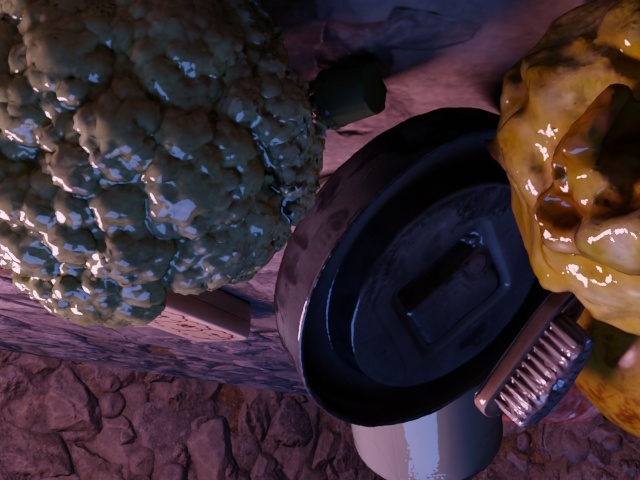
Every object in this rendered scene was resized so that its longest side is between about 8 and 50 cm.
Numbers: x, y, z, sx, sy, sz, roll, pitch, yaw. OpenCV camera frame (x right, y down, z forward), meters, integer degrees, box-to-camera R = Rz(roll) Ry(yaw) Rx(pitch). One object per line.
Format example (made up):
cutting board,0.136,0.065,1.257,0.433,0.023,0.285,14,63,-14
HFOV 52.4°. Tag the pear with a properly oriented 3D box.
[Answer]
pear,0.421,0.101,0.752,0.280,0.281,0.281,4,161,1

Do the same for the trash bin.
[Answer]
trash bin,0.132,0.161,0.878,0.217,0.277,0.262,6,122,28

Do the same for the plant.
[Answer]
plant,0.002,-0.115,0.537,0.102,0.051,0.051,-5,160,37

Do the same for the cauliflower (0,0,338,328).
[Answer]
cauliflower,-0.135,-0.084,0.481,0.272,0.275,0.250,-34,-172,16

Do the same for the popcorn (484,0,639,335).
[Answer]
popcorn,0.205,-0.045,0.436,0.192,0.233,0.266,-1,-173,30

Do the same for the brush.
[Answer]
brush,0.268,0.061,0.650,0.070,0.327,0.065,13,-158,-43

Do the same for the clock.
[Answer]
clock,0.107,0.033,0.606,0.319,0.319,0.066,22,-164,-41

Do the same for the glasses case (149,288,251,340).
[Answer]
glasses case,-0.269,0.121,1.225,0.144,0.076,0.336,-5,159,26

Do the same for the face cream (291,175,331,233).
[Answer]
face cream,-0.004,-0.024,0.777,0.114,0.070,0.224,31,156,-20

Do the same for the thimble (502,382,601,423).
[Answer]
thimble,0.331,0.159,0.986,0.162,0.239,0.239,5,161,-16
